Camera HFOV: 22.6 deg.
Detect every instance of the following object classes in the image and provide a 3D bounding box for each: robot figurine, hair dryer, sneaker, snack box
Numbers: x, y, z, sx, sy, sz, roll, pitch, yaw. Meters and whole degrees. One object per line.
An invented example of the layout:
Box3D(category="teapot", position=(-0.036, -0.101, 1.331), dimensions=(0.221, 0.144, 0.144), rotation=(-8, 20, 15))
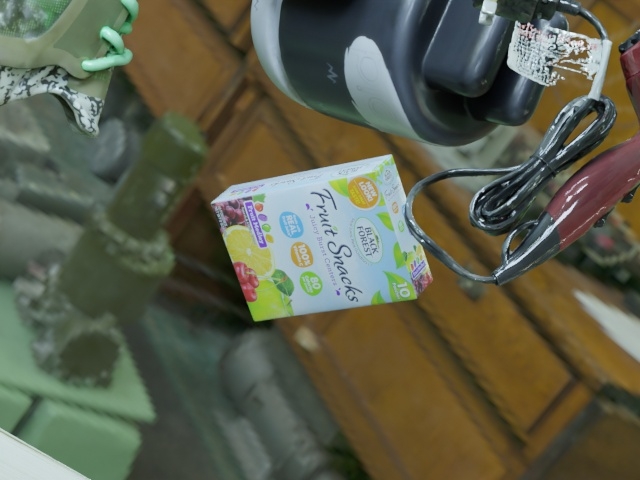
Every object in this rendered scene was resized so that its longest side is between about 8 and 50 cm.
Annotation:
Box3D(category="robot figurine", position=(0.067, -0.176, 1.312), dimensions=(0.278, 0.173, 0.209), rotation=(20, -45, 47))
Box3D(category="hair dryer", position=(0.211, -0.056, 1.099), dimensions=(0.293, 0.224, 0.080), rotation=(15, -6, -6))
Box3D(category="sneaker", position=(-0.189, -0.172, 1.203), dimensions=(0.182, 0.410, 0.158), rotation=(61, -5, -9))
Box3D(category="snack box", position=(0.000, 0.000, 1.160), dimensions=(0.037, 0.141, 0.100), rotation=(-45, 120, -54))

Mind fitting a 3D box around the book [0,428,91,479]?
Box3D(category="book", position=(-0.144, 0.129, 0.787), dimensions=(0.144, 0.035, 0.096), rotation=(33, -26, -27))
